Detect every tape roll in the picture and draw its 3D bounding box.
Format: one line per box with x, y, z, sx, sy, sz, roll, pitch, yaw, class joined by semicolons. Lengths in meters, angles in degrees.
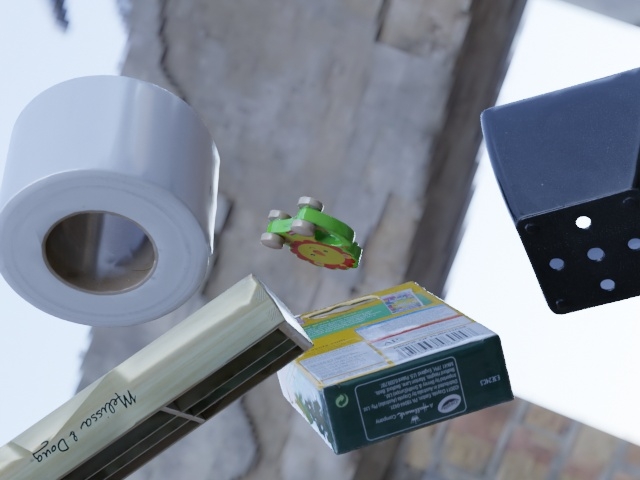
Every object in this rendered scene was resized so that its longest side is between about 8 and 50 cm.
-0.243;-0.043;2.046;0.169;0.246;0.246;-89;5;-47;tape roll

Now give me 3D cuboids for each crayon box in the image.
0.067;0.137;2.027;0.323;0.203;0.083;-144;39;-74;crayon box

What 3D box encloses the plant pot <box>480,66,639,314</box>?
0.274;-0.035;1.792;0.167;0.188;0.187;-82;-28;-53;plant pot

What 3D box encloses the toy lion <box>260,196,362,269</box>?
0.000;0.000;1.692;0.100;0.096;0.034;-22;46;60;toy lion

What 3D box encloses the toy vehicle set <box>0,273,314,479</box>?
-0.130;0.120;1.124;0.267;0.035;0.166;-35;-11;1;toy vehicle set
